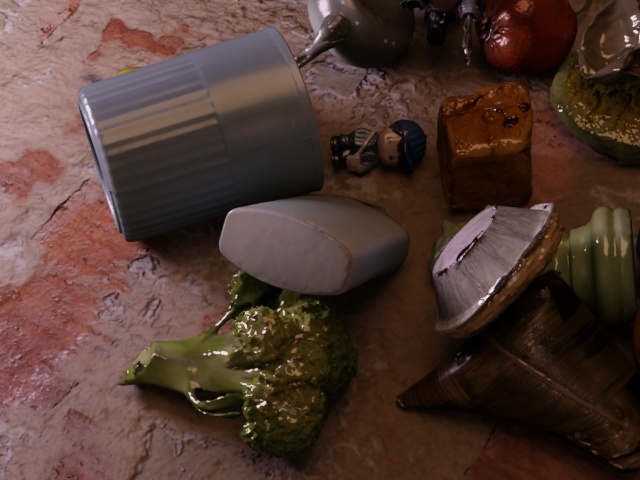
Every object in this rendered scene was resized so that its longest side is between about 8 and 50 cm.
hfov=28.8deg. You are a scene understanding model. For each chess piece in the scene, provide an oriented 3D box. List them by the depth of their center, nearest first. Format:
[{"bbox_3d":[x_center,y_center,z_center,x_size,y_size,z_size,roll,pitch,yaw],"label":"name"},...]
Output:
[{"bbox_3d":[0.302,0.043,1.785,0.298,0.176,0.176,-3,51,15],"label":"chess piece"}]

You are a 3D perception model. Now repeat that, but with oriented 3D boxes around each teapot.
[{"bbox_3d":[0.063,-0.376,2.089,0.193,0.129,0.294,50,41,-4],"label":"teapot"}]

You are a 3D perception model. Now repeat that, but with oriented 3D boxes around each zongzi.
[{"bbox_3d":[0.281,0.226,1.666,0.288,0.134,0.286,-39,83,14],"label":"zongzi"}]

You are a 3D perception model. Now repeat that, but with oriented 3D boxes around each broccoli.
[{"bbox_3d":[-0.095,0.134,1.679,0.302,0.186,0.254,28,64,14],"label":"broccoli"}]

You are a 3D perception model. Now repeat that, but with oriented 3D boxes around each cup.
[{"bbox_3d":[-0.195,-0.180,1.878,0.311,0.257,0.331,-18,56,-11],"label":"cup"}]

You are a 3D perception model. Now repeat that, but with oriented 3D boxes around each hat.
[{"bbox_3d":[0.519,-0.292,1.996,0.173,0.144,0.166,31,62,-26],"label":"hat"}]

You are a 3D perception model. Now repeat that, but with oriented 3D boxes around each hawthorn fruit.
[{"bbox_3d":[0.389,-0.368,2.117,0.285,0.165,0.165,-13,49,-39],"label":"hawthorn fruit"}]

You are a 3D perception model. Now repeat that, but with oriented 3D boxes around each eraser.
[{"bbox_3d":[0.000,0.000,1.729,0.189,0.104,0.290,23,12,15],"label":"eraser"}]

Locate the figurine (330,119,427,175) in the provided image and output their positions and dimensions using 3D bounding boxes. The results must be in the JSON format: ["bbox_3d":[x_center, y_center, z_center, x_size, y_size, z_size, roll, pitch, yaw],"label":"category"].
[{"bbox_3d":[0.093,-0.144,1.967,0.149,0.086,0.087,-4,11,11],"label":"figurine"}]

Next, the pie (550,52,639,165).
[{"bbox_3d":[0.514,-0.230,2.028,0.277,0.078,0.277,-3,53,5],"label":"pie"}]

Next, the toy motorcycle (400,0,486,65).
[{"bbox_3d":[0.209,-0.433,2.049,0.134,0.207,0.401,10,54,3],"label":"toy motorcycle"}]

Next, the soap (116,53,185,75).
[{"bbox_3d":[-0.274,-0.273,2.061,0.140,0.089,0.045,-16,94,-11],"label":"soap"}]

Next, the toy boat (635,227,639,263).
[{"bbox_3d":[0.553,-0.024,1.828,0.295,0.088,0.129,-28,54,-37],"label":"toy boat"}]

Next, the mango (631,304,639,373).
[{"bbox_3d":[0.561,0.113,1.696,0.317,0.173,0.211,-32,73,-31],"label":"mango"}]

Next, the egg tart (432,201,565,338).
[{"bbox_3d":[0.218,0.026,1.640,0.094,0.234,0.234,40,58,-6],"label":"egg tart"}]

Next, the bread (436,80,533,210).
[{"bbox_3d":[0.255,-0.141,1.908,0.143,0.158,0.149,-7,54,1],"label":"bread"}]
